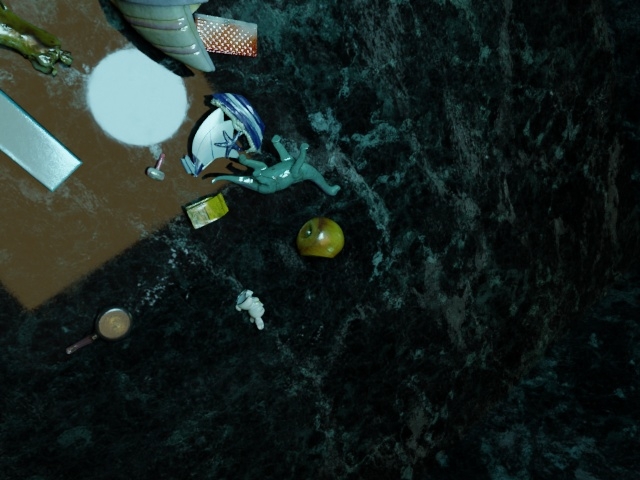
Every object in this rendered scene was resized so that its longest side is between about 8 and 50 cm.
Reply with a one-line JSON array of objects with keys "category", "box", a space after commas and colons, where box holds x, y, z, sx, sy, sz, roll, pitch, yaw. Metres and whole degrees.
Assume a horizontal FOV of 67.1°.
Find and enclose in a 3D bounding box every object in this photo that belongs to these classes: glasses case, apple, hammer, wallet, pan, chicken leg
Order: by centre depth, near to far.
[{"category": "chicken leg", "box": [-0.816, -0.527, 1.138, 0.429, 0.153, 0.201, 22, 104, -39]}, {"category": "glasses case", "box": [-0.785, -0.271, 1.255, 0.117, 0.070, 0.301, -50, 119, -16]}, {"category": "hammer", "box": [-0.488, -0.224, 1.456, 0.052, 0.031, 0.083, 24, 80, -35]}, {"category": "wallet", "box": [-0.287, -0.621, 1.467, 0.196, 0.020, 0.103, -4, 104, -28]}, {"category": "pan", "box": [-0.675, 0.281, 1.472, 0.212, 0.040, 0.115, -33, 111, -19]}, {"category": "apple", "box": [0.004, 0.001, 1.721, 0.147, 0.146, 0.163, 36, 82, -36]}]

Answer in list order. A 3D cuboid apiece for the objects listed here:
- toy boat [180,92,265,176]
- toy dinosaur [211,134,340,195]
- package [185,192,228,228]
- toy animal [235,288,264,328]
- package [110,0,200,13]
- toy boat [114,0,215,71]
[{"category": "toy boat", "box": [-0.294, -0.313, 1.521, 0.210, 0.070, 0.291, 23, 98, -32]}, {"category": "toy dinosaur", "box": [-0.132, -0.182, 1.639, 0.383, 0.129, 0.331, -25, 146, -1]}, {"category": "package", "box": [-0.360, -0.096, 1.546, 0.131, 0.047, 0.071, -25, 111, -20]}, {"category": "toy animal", "box": [-0.235, 0.237, 1.688, 0.085, 0.071, 0.124, -50, 121, -10]}, {"category": "package", "box": [-0.469, -0.723, 1.285, 0.311, 0.221, 0.165, 42, 41, -29]}, {"category": "toy boat", "box": [-0.413, -0.577, 1.237, 0.276, 0.293, 0.111, 22, 59, 0]}]
